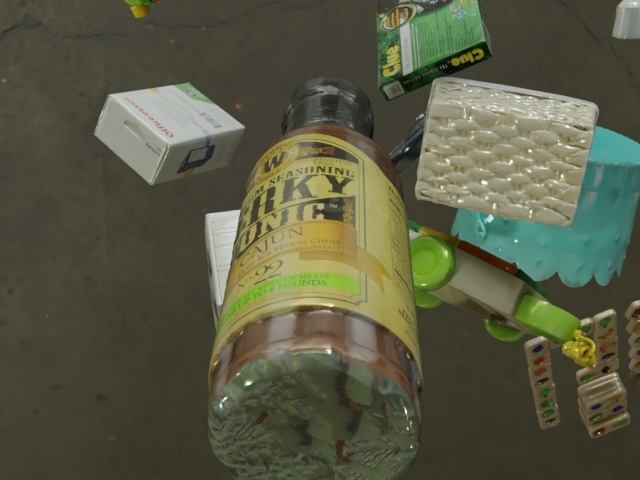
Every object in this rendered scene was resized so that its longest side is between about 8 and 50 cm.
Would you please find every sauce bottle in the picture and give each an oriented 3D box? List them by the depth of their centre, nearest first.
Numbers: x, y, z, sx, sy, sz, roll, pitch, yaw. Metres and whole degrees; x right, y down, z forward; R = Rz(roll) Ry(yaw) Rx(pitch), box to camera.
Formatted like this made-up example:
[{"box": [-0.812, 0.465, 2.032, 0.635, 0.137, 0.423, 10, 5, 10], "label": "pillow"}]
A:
[{"box": [0.000, 0.000, 0.576, 0.111, 0.344, 0.111, 0, 123, 0], "label": "sauce bottle"}]

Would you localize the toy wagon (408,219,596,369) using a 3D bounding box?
[{"box": [0.155, 0.047, 1.033, 0.344, 0.267, 0.068, 21, 85, 35], "label": "toy wagon"}]

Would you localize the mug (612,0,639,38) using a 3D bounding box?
[{"box": [0.557, -0.404, 1.681, 0.078, 0.062, 0.064, 23, 127, 44], "label": "mug"}]

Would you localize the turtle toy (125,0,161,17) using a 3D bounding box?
[{"box": [-0.242, -0.358, 1.269, 0.066, 0.130, 0.095, -8, 124, 27], "label": "turtle toy"}]

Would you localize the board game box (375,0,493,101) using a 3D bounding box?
[{"box": [0.133, -0.280, 1.144, 0.136, 0.260, 0.030, -18, 131, 20], "label": "board game box"}]

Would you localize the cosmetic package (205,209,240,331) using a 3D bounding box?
[{"box": [-0.086, 0.060, 0.990, 0.060, 0.099, 0.239, -6, 157, -7], "label": "cosmetic package"}]

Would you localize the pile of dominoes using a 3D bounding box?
[{"box": [0.370, 0.173, 1.190, 0.196, 0.040, 0.251, -22, 140, 2], "label": "pile of dominoes"}]

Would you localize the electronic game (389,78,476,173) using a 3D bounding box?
[{"box": [0.181, -0.192, 1.591, 0.048, 0.229, 0.229, 46, 110, -3], "label": "electronic game"}]

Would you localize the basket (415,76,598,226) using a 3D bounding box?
[{"box": [0.179, -0.086, 0.899, 0.167, 0.103, 0.113, 11, 109, 9], "label": "basket"}]

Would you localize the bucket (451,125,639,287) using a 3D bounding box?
[{"box": [0.338, -0.071, 1.365, 0.281, 0.281, 0.183, 11, 111, 1], "label": "bucket"}]

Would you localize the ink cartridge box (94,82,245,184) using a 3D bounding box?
[{"box": [-0.263, -0.192, 1.629, 0.154, 0.212, 0.093, 39, 119, 17], "label": "ink cartridge box"}]
